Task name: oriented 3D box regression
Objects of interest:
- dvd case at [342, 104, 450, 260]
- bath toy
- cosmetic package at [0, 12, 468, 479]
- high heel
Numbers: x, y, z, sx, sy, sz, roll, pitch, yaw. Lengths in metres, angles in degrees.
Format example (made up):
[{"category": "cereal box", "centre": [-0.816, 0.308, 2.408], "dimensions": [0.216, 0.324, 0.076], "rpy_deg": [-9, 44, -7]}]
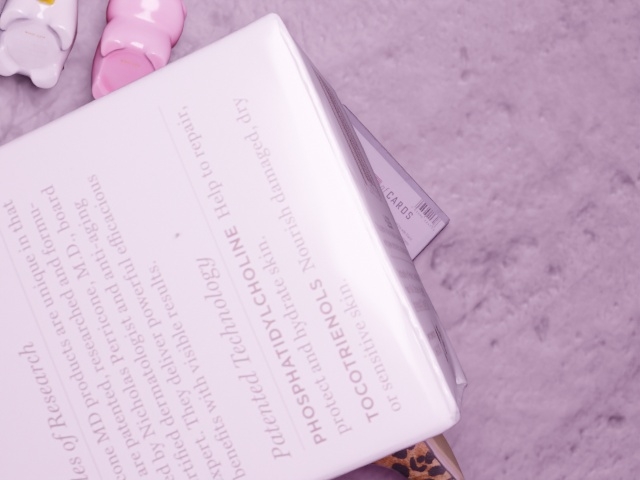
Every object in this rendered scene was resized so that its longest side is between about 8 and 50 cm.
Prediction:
[{"category": "dvd case", "centre": [0.000, 0.000, 1.309], "dimensions": [0.239, 0.029, 0.179], "rpy_deg": [-46, 103, -10]}, {"category": "bath toy", "centre": [-0.195, -0.209, 1.199], "dimensions": [0.348, 0.129, 0.151], "rpy_deg": [20, 120, -14]}, {"category": "cosmetic package", "centre": [-0.120, 0.066, 1.030], "dimensions": [0.393, 0.329, 0.328], "rpy_deg": [-25, 85, 7]}, {"category": "high heel", "centre": [0.026, 0.230, 1.317], "dimensions": [0.186, 0.093, 0.261], "rpy_deg": [-37, 116, 11]}]
